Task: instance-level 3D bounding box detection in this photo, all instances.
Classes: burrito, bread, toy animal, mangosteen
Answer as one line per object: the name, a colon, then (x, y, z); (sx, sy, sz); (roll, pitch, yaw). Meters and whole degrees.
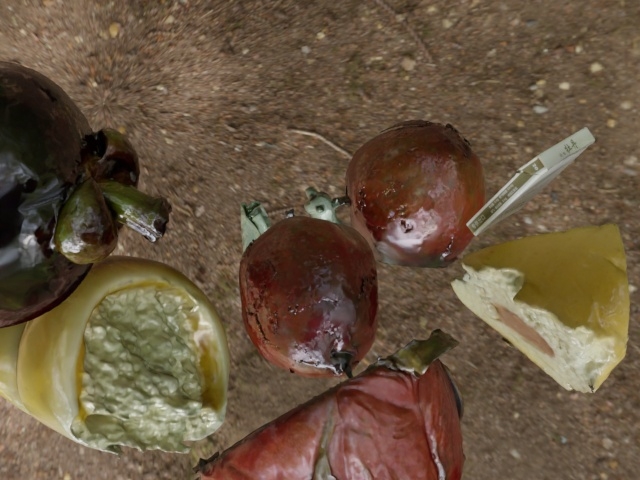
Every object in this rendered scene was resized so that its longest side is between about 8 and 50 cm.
burrito: (-0.115, -0.014, 1.575); (0.044, 0.074, 0.118); (-19, 115, -47)
bread: (-0.323, 0.206, 1.387); (0.245, 0.424, 0.329); (-26, 68, 24)
toy animal: (0.000, 0.000, 1.672); (0.094, 0.121, 0.225); (-20, 118, -36)
mangosteen: (-0.355, -0.047, 0.950); (0.297, 0.293, 0.297); (-24, 122, -45)
bread: (0.313, 0.114, 1.211); (0.224, 0.183, 0.211); (-5, 63, -1)

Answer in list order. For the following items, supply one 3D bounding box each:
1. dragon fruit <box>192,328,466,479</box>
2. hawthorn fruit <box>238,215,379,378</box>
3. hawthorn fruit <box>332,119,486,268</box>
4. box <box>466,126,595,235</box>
dragon fruit: (0.029, 0.192, 0.646); (0.224, 0.218, 0.148); (-27, 71, -7)
hawthorn fruit: (-0.007, 0.083, 1.013); (0.181, 0.235, 0.181); (-10, 136, -10)
hawthorn fruit: (0.194, -0.085, 1.756); (0.316, 0.316, 0.316); (-2, 99, -14)
box: (0.291, -0.080, 1.213); (0.109, 0.198, 0.029); (-29, 76, -31)
